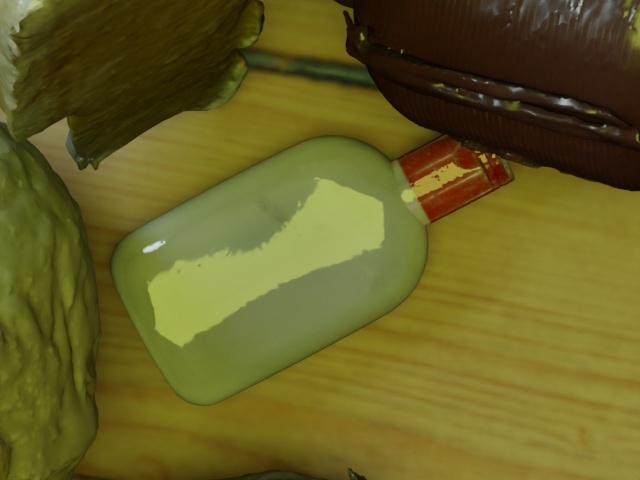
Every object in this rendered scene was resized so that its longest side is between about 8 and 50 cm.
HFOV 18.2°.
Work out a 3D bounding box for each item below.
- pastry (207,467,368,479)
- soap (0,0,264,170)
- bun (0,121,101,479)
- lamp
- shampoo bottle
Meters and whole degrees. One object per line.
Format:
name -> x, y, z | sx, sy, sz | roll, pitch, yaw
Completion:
pastry -> -0.032, 0.246, 1.093 | 0.236, 0.121, 0.257 | -25, 98, 9
soap -> -0.162, -0.226, 0.973 | 0.169, 0.304, 0.339 | -29, 82, -12
bun -> -0.249, 0.081, 0.973 | 0.352, 0.227, 0.349 | -41, 125, -30
lamp -> 0.126, -0.115, 0.995 | 0.258, 0.180, 0.180 | 19, 98, 23
shampoo bottle -> 0.000, 0.000, 1.093 | 0.221, 0.051, 0.108 | -28, 93, 6
